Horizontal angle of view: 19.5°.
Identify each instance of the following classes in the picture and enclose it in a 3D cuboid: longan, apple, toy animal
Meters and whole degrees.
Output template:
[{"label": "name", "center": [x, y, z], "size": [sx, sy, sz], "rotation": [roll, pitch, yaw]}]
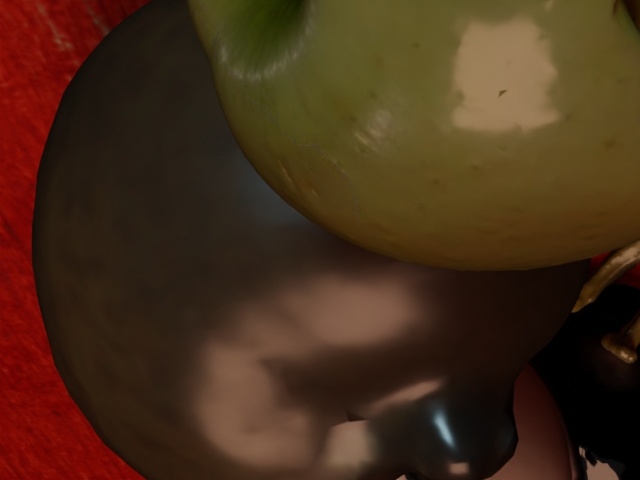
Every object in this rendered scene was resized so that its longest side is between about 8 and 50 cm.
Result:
[{"label": "longan", "center": [0.000, 0.000, 0.925], "size": [0.300, 0.300, 0.243], "rotation": [-18, 169, 33]}, {"label": "apple", "center": [0.075, -0.119, 0.709], "size": [0.279, 0.279, 0.279], "rotation": [3, 150, 2]}, {"label": "toy animal", "center": [0.236, 0.023, 1.092], "size": [0.181, 0.073, 0.136], "rotation": [29, 106, -39]}, {"label": "toy animal", "center": [0.103, 0.125, 1.173], "size": [0.235, 0.165, 0.187], "rotation": [-12, -161, -32]}]
